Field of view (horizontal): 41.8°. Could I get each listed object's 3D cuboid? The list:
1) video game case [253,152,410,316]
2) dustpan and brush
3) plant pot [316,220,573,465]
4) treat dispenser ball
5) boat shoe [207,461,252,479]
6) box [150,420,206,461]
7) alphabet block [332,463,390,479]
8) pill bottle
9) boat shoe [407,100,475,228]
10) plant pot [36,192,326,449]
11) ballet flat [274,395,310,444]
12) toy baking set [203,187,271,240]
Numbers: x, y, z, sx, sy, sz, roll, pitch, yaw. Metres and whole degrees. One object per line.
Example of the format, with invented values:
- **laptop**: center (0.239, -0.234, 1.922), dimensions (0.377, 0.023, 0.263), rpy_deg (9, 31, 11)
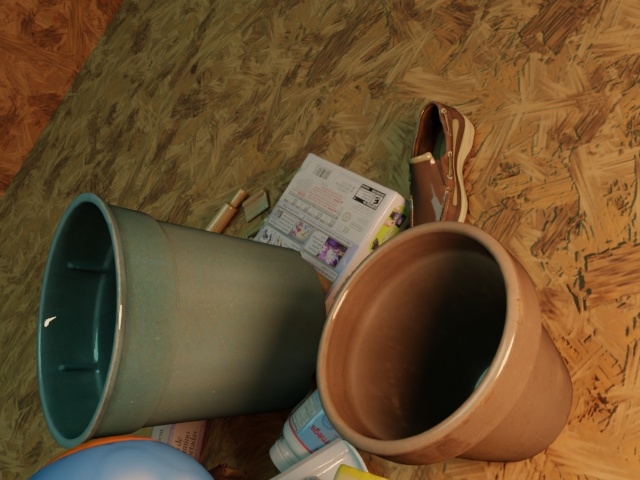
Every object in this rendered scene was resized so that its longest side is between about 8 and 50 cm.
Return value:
- **video game case**: center (0.000, 0.000, 1.374), dimensions (0.244, 0.061, 0.269), rpy_deg (-56, 36, -2)
- **dustpan and brush**: center (0.026, 0.364, 1.029), dimensions (0.147, 0.060, 0.211), rpy_deg (-28, 74, -15)
- **plant pot**: center (0.164, 0.144, 0.933), dimensions (0.263, 0.229, 0.263), rpy_deg (-29, 42, 31)
- **treat dispenser ball**: center (-0.241, 0.379, 0.997), dimensions (0.288, 0.288, 0.288), rpy_deg (-29, 43, 31)
- **boat shoe**: center (-0.141, 0.387, 1.202), dimensions (0.342, 0.123, 0.123), rpy_deg (-15, 21, 43)
- **box**: center (-0.228, 0.275, 1.411), dimensions (0.067, 0.063, 0.324), rpy_deg (-21, 48, 39)
- **alphabet block**: center (0.102, 0.369, 0.862), dimensions (0.193, 0.192, 0.197), rpy_deg (4, 66, 48)
- **pill bottle**: center (0.007, 0.253, 1.144), dimensions (0.160, 0.087, 0.087), rpy_deg (-48, 37, 10)
- **boat shoe**: center (0.160, -0.093, 1.238), dimensions (0.095, 0.095, 0.257), rpy_deg (-18, 50, 40)
- **plant pot**: center (-0.193, 0.121, 1.206), dimensions (0.341, 0.334, 0.341), rpy_deg (-16, 71, 55)
- **ballet flat**: center (-0.040, 0.276, 1.222), dimensions (0.041, 0.041, 0.114), rpy_deg (14, 72, 52)
- **toy baking set**: center (-0.177, 0.011, 1.591), dimensions (0.256, 0.030, 0.197), rpy_deg (-50, 36, 7)
